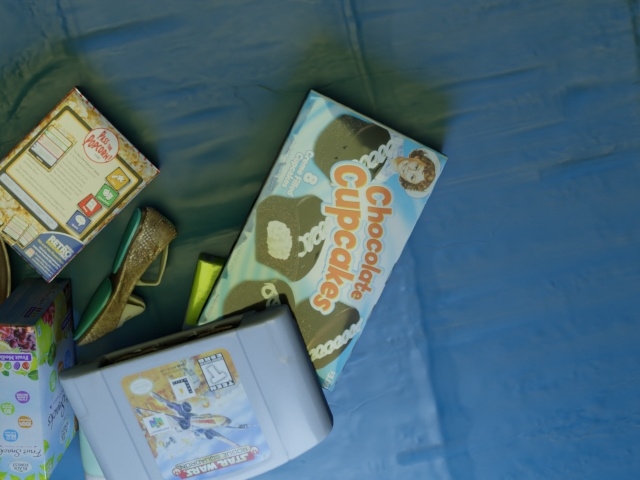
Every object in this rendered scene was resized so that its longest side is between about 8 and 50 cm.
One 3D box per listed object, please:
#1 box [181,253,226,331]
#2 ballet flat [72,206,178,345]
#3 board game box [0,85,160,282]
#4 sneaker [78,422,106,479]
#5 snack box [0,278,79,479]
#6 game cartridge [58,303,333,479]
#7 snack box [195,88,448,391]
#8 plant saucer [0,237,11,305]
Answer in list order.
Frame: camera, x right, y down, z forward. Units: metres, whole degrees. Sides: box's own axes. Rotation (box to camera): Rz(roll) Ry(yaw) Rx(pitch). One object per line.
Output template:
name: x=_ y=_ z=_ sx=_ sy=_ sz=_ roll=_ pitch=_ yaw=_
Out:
box: x=-0.121 y=0.115 z=1.725 sx=0.109 sy=0.042 sz=0.178 roll=13 pitch=103 yaw=-6
ballet flat: x=-0.240 y=0.056 z=1.705 sx=0.067 sy=0.073 sz=0.206 roll=24 pitch=110 yaw=-21
board game box: x=-0.314 y=-0.069 z=1.657 sx=0.193 sy=0.045 sz=0.147 roll=-44 pitch=102 yaw=0
sneaker: x=-0.190 y=0.229 z=1.740 sx=0.255 sy=0.094 sz=0.151 roll=-8 pitch=107 yaw=4
snack box: x=-0.353 y=0.170 z=1.685 sx=0.070 sy=0.174 sz=0.207 roll=2 pitch=108 yaw=4
game cartridge: x=-0.145 y=0.204 z=1.645 sx=0.297 sy=0.062 sz=0.198 roll=-17 pitch=105 yaw=12
snack box: x=0.000 y=0.000 z=1.658 sx=0.187 sy=0.060 sz=0.322 roll=25 pitch=95 yaw=-7
plant saucer: x=-0.541 y=0.042 z=1.701 sx=0.310 sy=0.050 sz=0.311 roll=-1 pitch=102 yaw=-3
